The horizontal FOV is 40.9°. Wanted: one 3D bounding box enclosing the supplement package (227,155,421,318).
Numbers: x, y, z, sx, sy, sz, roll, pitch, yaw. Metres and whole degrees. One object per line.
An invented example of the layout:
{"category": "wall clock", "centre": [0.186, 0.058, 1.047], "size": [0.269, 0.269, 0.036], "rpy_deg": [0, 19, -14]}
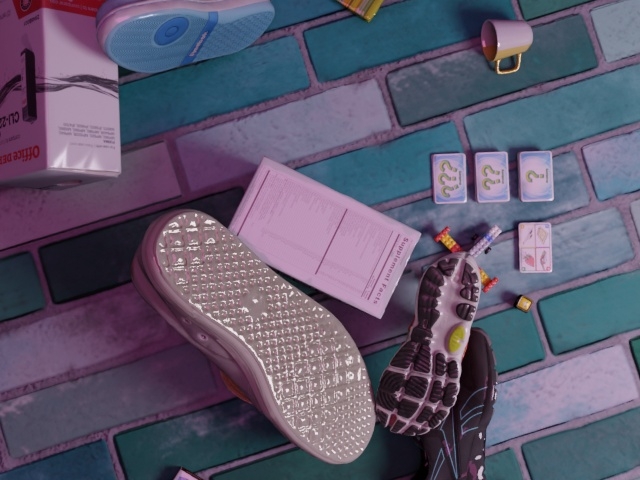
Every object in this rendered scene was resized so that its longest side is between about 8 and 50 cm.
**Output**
{"category": "supplement package", "centre": [0.000, 0.000, 1.227], "size": [0.244, 0.134, 0.139], "rpy_deg": [27, 87, 0]}

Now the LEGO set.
{"category": "LEGO set", "centre": [0.260, -0.013, 1.278], "size": [0.182, 0.060, 0.244], "rpy_deg": [-1, 88, 2]}

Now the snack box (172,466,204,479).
{"category": "snack box", "centre": [-0.146, 0.407, 1.260], "size": [0.178, 0.022, 0.064], "rpy_deg": [32, 88, 0]}

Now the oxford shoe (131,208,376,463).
{"category": "oxford shoe", "centre": [-0.084, 0.133, 1.163], "size": [0.449, 0.130, 0.169], "rpy_deg": [48, 59, -22]}

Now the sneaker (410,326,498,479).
{"category": "sneaker", "centre": [0.193, 0.256, 1.241], "size": [0.106, 0.101, 0.267], "rpy_deg": [8, 87, 1]}

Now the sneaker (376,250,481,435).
{"category": "sneaker", "centre": [0.165, 0.147, 1.213], "size": [0.107, 0.118, 0.279], "rpy_deg": [23, 103, 11]}

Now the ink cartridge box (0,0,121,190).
{"category": "ink cartridge box", "centre": [-0.375, -0.214, 1.185], "size": [0.114, 0.197, 0.273], "rpy_deg": [-1, 87, -44]}

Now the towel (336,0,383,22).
{"category": "towel", "centre": [0.001, -0.434, 1.306], "size": [0.237, 0.021, 0.102], "rpy_deg": [33, 81, 1]}

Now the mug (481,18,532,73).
{"category": "mug", "centre": [0.282, -0.300, 1.297], "size": [0.064, 0.078, 0.062], "rpy_deg": [-11, 55, -11]}

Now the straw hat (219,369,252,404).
{"category": "straw hat", "centre": [-0.079, 0.170, 1.254], "size": [0.144, 0.061, 0.145], "rpy_deg": [-1, 96, -6]}

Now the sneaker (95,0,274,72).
{"category": "sneaker", "centre": [-0.225, -0.350, 1.182], "size": [0.127, 0.319, 0.208], "rpy_deg": [-42, 80, 33]}
